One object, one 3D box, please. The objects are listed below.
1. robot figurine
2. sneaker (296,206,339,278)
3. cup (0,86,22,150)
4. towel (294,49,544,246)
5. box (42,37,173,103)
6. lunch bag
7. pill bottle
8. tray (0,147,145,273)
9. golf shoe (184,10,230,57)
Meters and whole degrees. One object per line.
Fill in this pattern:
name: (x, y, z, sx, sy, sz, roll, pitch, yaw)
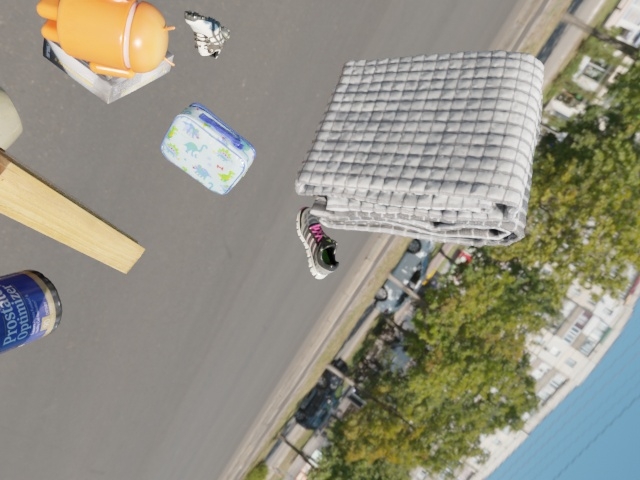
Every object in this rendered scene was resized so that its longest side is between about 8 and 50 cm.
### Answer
robot figurine: (-0.371, -0.372, 0.832, 0.128, 0.220, 0.157, -114, -143, -71)
sneaker: (0.000, 0.000, 1.064, 0.063, 0.170, 0.075, -14, 178, -45)
cup: (-1.162, -0.407, 1.564, 0.237, 0.331, 0.331, -33, 156, -35)
towel: (0.131, -0.119, 0.619, 0.121, 0.284, 0.234, 52, 51, -53)
box: (-0.499, -0.443, 1.124, 0.056, 0.183, 0.231, -50, -175, 45)
lunch bag: (-0.288, -0.236, 1.219, 0.176, 0.219, 0.090, -42, -163, 44)
pill bottle: (-0.533, 0.127, 0.722, 0.122, 0.123, 0.219, -61, 167, 21)
tray: (-0.491, -0.070, 0.830, 0.076, 0.203, 0.411, -54, 166, -13)
golf shoe: (-0.300, -0.536, 1.234, 0.093, 0.077, 0.198, -68, 169, 12)
